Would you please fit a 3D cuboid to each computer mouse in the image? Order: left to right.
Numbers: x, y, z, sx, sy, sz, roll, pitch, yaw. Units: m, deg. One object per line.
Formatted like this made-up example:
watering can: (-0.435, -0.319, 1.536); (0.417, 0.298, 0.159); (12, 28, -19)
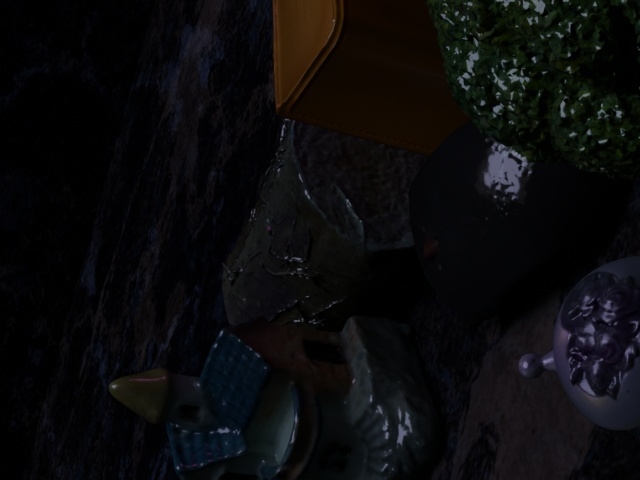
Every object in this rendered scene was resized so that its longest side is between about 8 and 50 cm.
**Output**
computer mouse: (0.167, -0.030, 1.551); (0.269, 0.100, 0.170); (-47, 57, 54)

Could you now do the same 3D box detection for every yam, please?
yam: (0.003, 0.004, 1.855); (0.271, 0.202, 0.201); (130, 140, -50)

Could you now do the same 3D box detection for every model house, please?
model house: (-0.075, 0.217, 1.762); (0.194, 0.325, 0.267); (-104, 34, -53)

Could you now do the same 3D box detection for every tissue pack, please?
tissue pack: (0.104, -0.207, 1.628); (0.145, 0.274, 0.194); (-51, 34, 46)

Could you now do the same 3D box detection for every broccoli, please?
broccoli: (0.223, -0.209, 1.273); (0.413, 0.321, 0.310); (-65, -13, -83)

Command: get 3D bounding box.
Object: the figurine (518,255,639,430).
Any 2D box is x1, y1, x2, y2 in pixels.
figurine: (0.288, 0.065, 1.227); (0.274, 0.133, 0.194); (-8, 71, 56)
